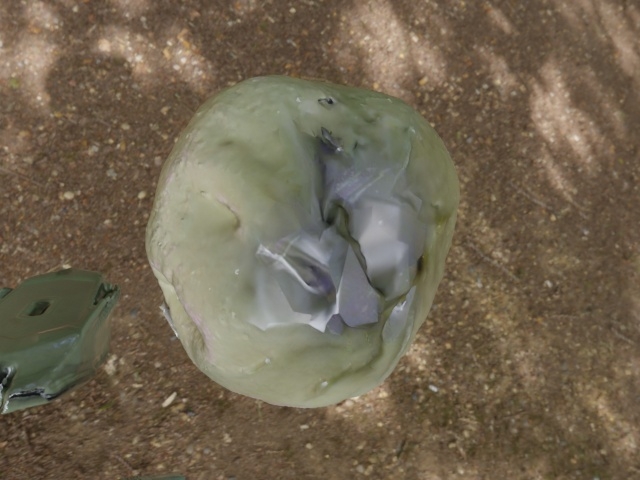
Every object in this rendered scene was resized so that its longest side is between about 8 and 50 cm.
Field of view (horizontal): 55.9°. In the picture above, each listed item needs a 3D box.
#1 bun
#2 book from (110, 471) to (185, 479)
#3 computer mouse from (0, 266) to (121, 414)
[{"bbox_3d":[0.003,0.004,0.474,0.272,0.168,0.273,-5,101,-30],"label":"bun"},{"bbox_3d":[-0.305,0.434,0.790,0.031,0.379,0.264,28,74,13],"label":"book"},{"bbox_3d":[-0.479,0.181,1.038,0.228,0.146,0.429,0,20,-3],"label":"computer mouse"}]
